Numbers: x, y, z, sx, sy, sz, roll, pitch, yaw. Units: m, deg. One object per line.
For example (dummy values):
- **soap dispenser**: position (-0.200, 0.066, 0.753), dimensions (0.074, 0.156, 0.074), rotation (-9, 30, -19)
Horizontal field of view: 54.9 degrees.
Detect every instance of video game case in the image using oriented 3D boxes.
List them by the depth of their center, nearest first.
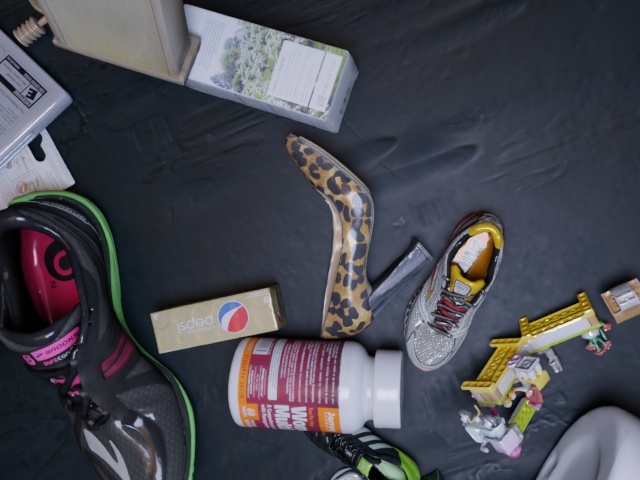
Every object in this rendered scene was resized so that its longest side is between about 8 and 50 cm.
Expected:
- **video game case**: position (-0.591, -0.217, 0.918), dimensions (0.329, 0.036, 0.300), rotation (43, 83, 5)

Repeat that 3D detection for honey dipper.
- **honey dipper**: position (-0.386, -0.348, 0.915), dimensions (0.160, 0.030, 0.030), rotation (-34, 87, 9)

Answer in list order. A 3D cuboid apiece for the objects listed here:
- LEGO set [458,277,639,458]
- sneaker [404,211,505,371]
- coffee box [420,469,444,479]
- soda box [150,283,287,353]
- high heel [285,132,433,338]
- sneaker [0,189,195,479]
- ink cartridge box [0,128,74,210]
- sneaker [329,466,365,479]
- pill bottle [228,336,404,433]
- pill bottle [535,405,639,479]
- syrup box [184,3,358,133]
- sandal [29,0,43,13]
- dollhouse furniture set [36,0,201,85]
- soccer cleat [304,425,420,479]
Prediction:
- **LEGO set**: position (0.298, 0.166, 0.780), dimensions (0.287, 0.132, 0.107), rotation (-37, 104, -13)
- **sneaker**: position (0.170, 0.066, 0.801), dimensions (0.088, 0.093, 0.225), rotation (22, 97, 9)
- **coffee box**: position (0.114, 0.413, 0.855), dimensions (0.184, 0.040, 0.113), rotation (-33, 87, 11)
- **soda box**: position (-0.145, 0.111, 0.879), dimensions (0.181, 0.058, 0.061), rotation (-13, 91, 10)
- **high heel**: position (0.000, 0.000, 0.826), dimensions (0.186, 0.093, 0.261), rotation (-44, 93, 4)
- **sneaker**: position (-0.332, 0.163, 0.842), dimensions (0.185, 0.202, 0.483), rotation (-27, 88, 11)
- **ink cartridge box**: position (-0.517, -0.104, 0.951), dimensions (0.232, 0.066, 0.189), rotation (-29, 87, -9)
- **sneaker**: position (0.014, 0.378, 0.863), dimensions (0.052, 0.058, 0.135), rotation (41, 98, 6)
- **pill bottle**: position (-0.002, 0.194, 0.825), dimensions (0.221, 0.121, 0.121), rotation (1, 93, 11)
- **pill bottle**: position (0.456, 0.384, 0.700), dimensions (0.392, 0.224, 0.224), rotation (30, 98, 8)
- **syrup box**: position (-0.079, -0.229, 0.830), dimensions (0.236, 0.096, 0.093), rotation (19, 93, 11)
- **sandal**: position (-0.395, -0.423, 0.901), dimensions (0.079, 0.088, 0.240), rotation (-15, 74, 51)
- **dollhouse furniture set**: position (-0.183, -0.429, 0.708), dimensions (0.362, 0.256, 0.394), rotation (17, 73, -2)
- **soccer cleat**: position (0.053, 0.288, 0.842), dimensions (0.178, 0.072, 0.060), rotation (26, 97, 12)
